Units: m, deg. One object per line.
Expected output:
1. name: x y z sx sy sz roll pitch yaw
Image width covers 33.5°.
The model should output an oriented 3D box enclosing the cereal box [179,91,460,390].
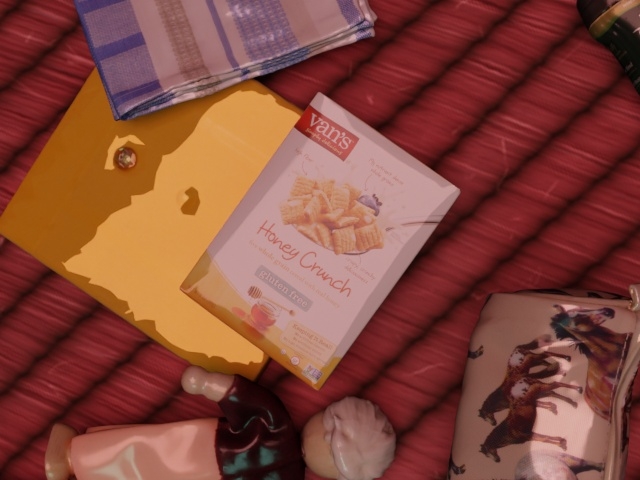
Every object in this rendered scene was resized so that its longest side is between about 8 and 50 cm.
1. cereal box: 0.000 0.000 1.043 0.173 0.047 0.240 35 93 6

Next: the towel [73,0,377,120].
1. towel: -0.108 -0.255 1.084 0.285 0.034 0.209 -21 77 -4

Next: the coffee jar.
1. coffee jar: 0.331 -0.186 1.027 0.096 0.079 0.184 -34 83 6

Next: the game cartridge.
1. game cartridge: -0.134 -0.042 1.110 0.324 0.053 0.285 34 93 6

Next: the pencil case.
1. pencil case: 0.206 0.232 0.970 0.183 0.160 0.410 6 83 38

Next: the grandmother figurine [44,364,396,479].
1. grandmother figurine: -0.095 0.213 1.067 0.342 0.104 0.208 -7 122 4
